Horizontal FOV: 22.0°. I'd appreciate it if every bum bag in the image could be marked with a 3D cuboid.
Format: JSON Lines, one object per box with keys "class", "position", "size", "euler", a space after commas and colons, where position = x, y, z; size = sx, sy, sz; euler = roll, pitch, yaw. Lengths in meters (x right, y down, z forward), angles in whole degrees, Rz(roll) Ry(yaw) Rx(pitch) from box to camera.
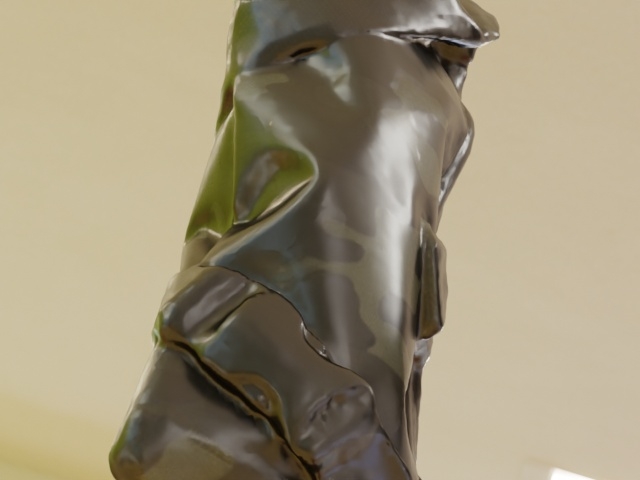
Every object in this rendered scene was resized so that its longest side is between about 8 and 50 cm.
{"class": "bum bag", "position": [0.000, 0.000, 0.643], "size": [0.144, 0.340, 0.095], "euler": [27, -37, -26]}
